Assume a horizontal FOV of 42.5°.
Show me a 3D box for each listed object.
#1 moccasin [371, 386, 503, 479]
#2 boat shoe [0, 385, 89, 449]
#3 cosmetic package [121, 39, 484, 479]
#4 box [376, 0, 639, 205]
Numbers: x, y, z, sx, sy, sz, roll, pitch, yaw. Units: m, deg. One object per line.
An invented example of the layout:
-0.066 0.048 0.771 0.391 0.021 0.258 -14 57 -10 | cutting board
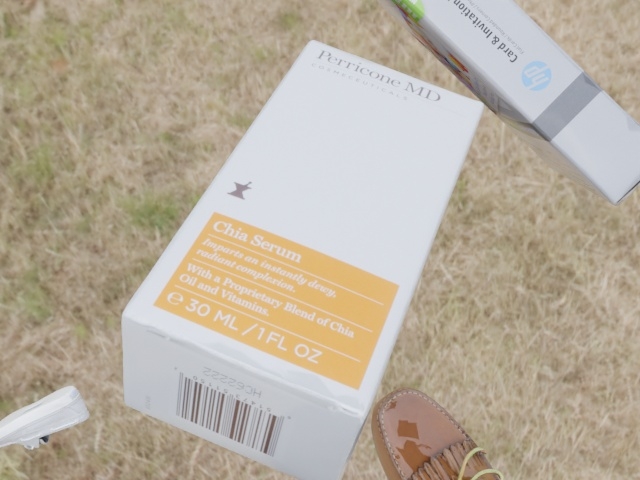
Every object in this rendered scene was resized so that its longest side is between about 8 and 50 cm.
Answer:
0.190 0.356 1.041 0.139 0.147 0.380 -23 72 -11 | moccasin
-0.431 0.282 1.242 0.184 0.063 0.066 -28 11 7 | boat shoe
0.000 0.000 0.874 0.230 0.161 0.453 21 49 6 | cosmetic package
0.086 -0.104 0.438 0.186 0.145 0.038 43 101 -7 | box
